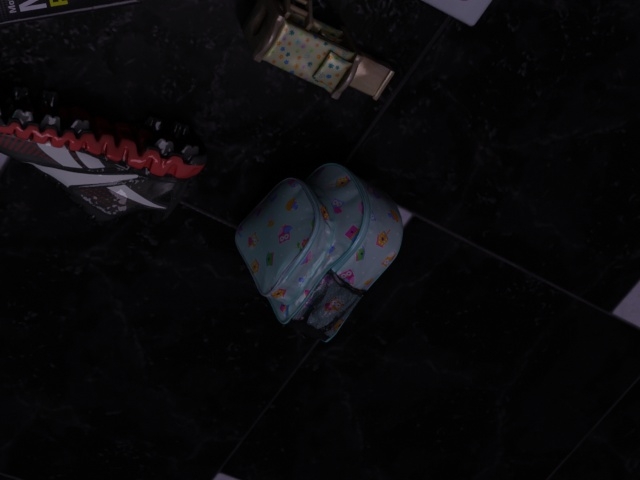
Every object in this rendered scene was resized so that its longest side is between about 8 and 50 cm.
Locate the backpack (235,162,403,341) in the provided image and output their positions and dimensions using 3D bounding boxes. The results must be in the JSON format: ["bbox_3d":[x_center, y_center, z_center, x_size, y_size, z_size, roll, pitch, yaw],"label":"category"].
[{"bbox_3d":[0.000,0.000,1.449,0.188,0.166,0.144,-43,131,12],"label":"backpack"}]

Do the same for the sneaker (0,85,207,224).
[{"bbox_3d":[-0.273,-0.088,1.367,0.276,0.097,0.135,13,116,-22],"label":"sneaker"}]

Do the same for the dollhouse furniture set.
[{"bbox_3d":[0.035,-0.246,1.338,0.182,0.101,0.161,22,114,-25],"label":"dollhouse furniture set"}]

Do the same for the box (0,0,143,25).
[{"bbox_3d":[-0.305,-0.353,1.204,0.216,0.060,0.270,-11,127,-7],"label":"box"}]

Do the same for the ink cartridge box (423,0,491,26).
[{"bbox_3d":[0.108,-0.419,1.188,0.324,0.071,0.330,22,122,-21],"label":"ink cartridge box"}]
